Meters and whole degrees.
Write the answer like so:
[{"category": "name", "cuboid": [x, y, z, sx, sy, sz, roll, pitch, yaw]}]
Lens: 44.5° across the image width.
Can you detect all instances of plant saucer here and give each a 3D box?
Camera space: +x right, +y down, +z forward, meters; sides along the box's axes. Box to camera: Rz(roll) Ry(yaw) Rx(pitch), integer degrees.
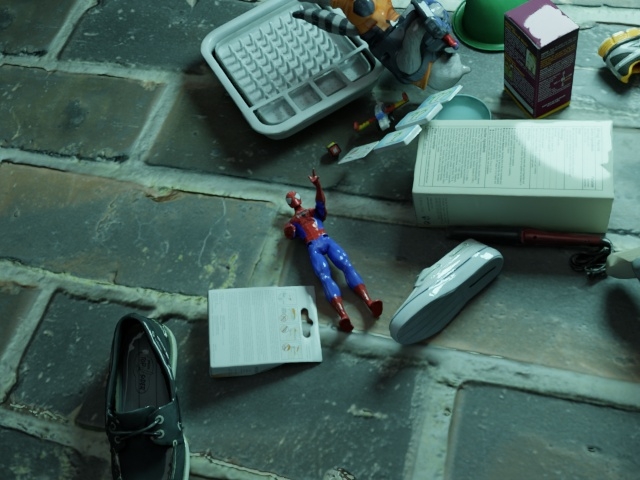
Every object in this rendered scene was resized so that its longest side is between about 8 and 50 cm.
[{"category": "plant saucer", "cuboid": [0.250, -0.214, 1.424, 0.119, 0.021, 0.119, -6, 57, 10]}]

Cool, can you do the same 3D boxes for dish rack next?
[{"category": "dish rack", "cuboid": [-0.055, -0.347, 1.546, 0.286, 0.072, 0.332, -31, 58, -6]}]

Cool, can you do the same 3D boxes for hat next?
[{"category": "hat", "cuboid": [0.324, -0.481, 1.474, 0.209, 0.183, 0.172, -6, 58, 9]}]

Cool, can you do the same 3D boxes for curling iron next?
[{"category": "curling iron", "cuboid": [0.336, 0.006, 1.262, 0.274, 0.035, 0.068, 12, 62, 19]}]

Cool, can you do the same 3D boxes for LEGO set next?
[{"category": "LEGO set", "cuboid": [0.107, -0.211, 1.373, 0.182, 0.060, 0.244, -46, 21, -30]}]

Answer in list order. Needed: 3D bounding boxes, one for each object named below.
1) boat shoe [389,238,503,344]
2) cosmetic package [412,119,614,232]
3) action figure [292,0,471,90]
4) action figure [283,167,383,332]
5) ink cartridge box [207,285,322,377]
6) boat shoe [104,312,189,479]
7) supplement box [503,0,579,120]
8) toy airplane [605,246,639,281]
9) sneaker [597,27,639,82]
[{"category": "boat shoe", "cuboid": [0.186, 0.079, 1.237, 0.226, 0.083, 0.076, -32, 45, -21]}, {"category": "cosmetic package", "cuboid": [0.315, -0.108, 1.291, 0.310, 0.113, 0.160, 4, 60, 14]}, {"category": "action figure", "cuboid": [0.131, -0.390, 1.442, 0.330, 0.341, 0.178, 39, 111, 4]}, {"category": "action figure", "cuboid": [0.000, 0.000, 1.288, 0.092, 0.139, 0.280, -27, 55, -6]}, {"category": "ink cartridge box", "cuboid": [-0.094, 0.146, 1.284, 0.179, 0.045, 0.145, -1, 57, -9]}, {"category": "boat shoe", "cuboid": [-0.274, 0.263, 1.198, 0.127, 0.113, 0.340, -8, 58, 8]}, {"category": "supplement box", "cuboid": [0.378, -0.312, 1.355, 0.081, 0.188, 0.104, -28, 57, -5]}, {"category": "toy airplane", "cuboid": [0.595, 0.011, 1.001, 0.385, 0.386, 0.272, -8, 84, 8]}, {"category": "sneaker", "cuboid": [0.610, -0.343, 1.394, 0.215, 0.084, 0.083, -18, 70, 6]}]
